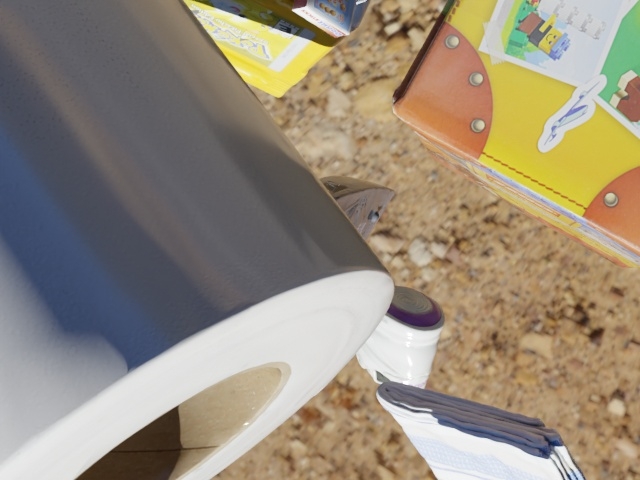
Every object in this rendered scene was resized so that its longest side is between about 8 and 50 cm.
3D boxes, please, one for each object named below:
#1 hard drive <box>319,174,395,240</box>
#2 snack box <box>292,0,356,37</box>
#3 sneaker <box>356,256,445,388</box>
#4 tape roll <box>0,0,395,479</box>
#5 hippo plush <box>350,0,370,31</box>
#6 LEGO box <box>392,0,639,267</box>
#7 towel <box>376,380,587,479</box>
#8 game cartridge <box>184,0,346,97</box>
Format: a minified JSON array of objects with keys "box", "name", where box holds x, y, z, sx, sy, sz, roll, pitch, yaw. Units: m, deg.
[{"box":[0.000,0.000,1.436,0.054,0.254,0.172,34,103,13],"name":"hard drive"},{"box":[0.019,-0.290,1.185,0.022,0.064,0.178,0,72,43],"name":"snack box"},{"box":[0.059,0.108,1.705,0.305,0.114,0.152,-139,47,-56],"name":"sneaker"},{"box":[-0.112,0.025,0.534,0.169,0.246,0.246,54,127,17],"name":"tape roll"},{"box":[-0.027,-0.376,1.395,0.236,0.294,0.234,24,129,-1],"name":"hippo plush"},{"box":[0.262,-0.242,0.846,0.193,0.372,0.500,29,94,8],"name":"LEGO box"},{"box":[0.188,0.249,1.271,0.209,0.034,0.285,12,148,38],"name":"towel"},{"box":[-0.129,-0.328,1.816,0.285,0.053,0.323,25,161,-14],"name":"game cartridge"}]
